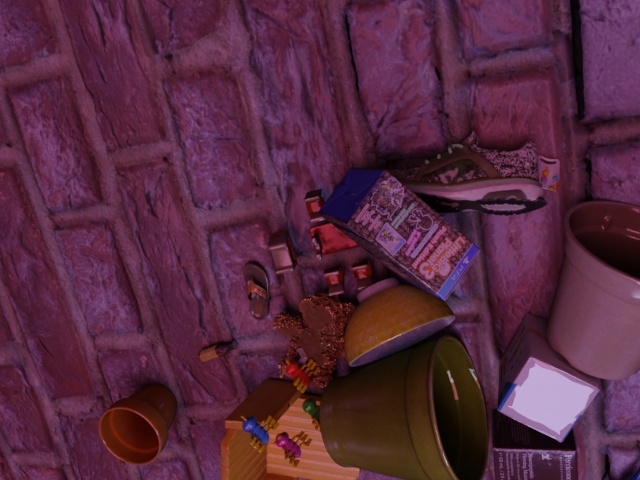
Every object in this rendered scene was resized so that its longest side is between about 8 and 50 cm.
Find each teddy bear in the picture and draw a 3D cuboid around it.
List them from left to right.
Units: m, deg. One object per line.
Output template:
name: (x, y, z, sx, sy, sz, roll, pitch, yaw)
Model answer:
teddy bear: (-0.011, 0.272, 1.717, 0.245, 0.113, 0.338, 7, 120, 19)

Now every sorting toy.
sorting toy: (0.520, -0.157, 1.438, 0.083, 0.045, 0.075, 13, 94, 10)

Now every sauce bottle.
sauce bottle: (-0.303, 0.328, 1.841, 0.128, 0.042, 0.042, -21, 103, 20)

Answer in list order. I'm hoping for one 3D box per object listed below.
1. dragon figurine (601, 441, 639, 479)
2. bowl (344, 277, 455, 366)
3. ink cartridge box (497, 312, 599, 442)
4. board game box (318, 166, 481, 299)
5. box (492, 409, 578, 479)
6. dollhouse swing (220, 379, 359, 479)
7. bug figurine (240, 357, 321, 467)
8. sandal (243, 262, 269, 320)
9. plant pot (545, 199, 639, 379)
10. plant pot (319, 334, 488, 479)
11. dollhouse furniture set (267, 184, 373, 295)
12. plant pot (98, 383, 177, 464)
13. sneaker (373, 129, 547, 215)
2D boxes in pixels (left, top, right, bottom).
dragon figurine: (0.798, 0.678, 1.648, 0.144, 0.085, 0.289, -4, 110, 16)
bowl: (0.175, 0.187, 1.561, 0.289, 0.289, 0.156, -33, 69, 24)
ink cartridge box: (0.542, 0.321, 1.502, 0.168, 0.233, 0.171, 25, 115, 7)
board game box: (0.172, -0.023, 1.417, 0.291, 0.232, 0.141, 37, 87, -17)
box: (0.557, 0.560, 1.624, 0.203, 0.167, 0.169, -4, 109, 17)
dollhouse swing: (-0.071, 0.625, 1.771, 0.304, 0.315, 0.347, 13, 113, 22)
bug figurine: (-0.082, 0.459, 1.642, 0.216, 0.279, 0.072, 52, 145, -16)
sandal: (-0.180, 0.149, 1.734, 0.072, 0.049, 0.180, 2, 111, 15)
plant pot: (0.654, 0.126, 1.373, 0.333, 0.334, 0.306, 16, 124, 9)
plant pot: (0.200, 0.454, 1.601, 0.352, 0.366, 0.367, -15, 106, 29)
dollhouse furniture set: (0.000, 0.000, 1.608, 0.259, 0.135, 0.262, -13, 107, 8)
plant pot: (-0.539, 0.545, 1.906, 0.205, 0.188, 0.205, 6, 112, 14)
sneaker: (0.322, -0.165, 1.457, 0.410, 0.158, 0.182, 6, 77, 19)
